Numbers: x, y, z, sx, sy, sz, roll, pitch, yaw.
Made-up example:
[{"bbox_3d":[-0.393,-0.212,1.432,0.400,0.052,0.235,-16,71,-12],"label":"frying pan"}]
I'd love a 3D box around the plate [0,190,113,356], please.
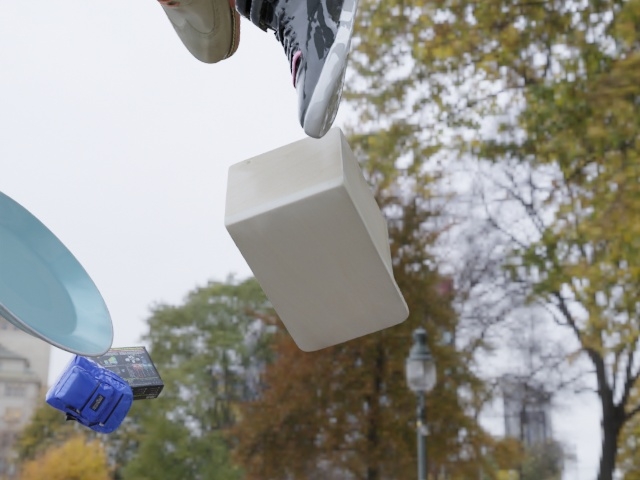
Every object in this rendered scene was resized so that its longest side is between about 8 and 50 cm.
[{"bbox_3d":[-0.241,0.026,0.815,0.024,0.188,0.188,-40,-28,9],"label":"plate"}]

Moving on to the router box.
[{"bbox_3d":[-0.338,0.225,1.707,0.122,0.092,0.038,2,-48,-41],"label":"router box"}]

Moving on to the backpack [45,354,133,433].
[{"bbox_3d":[-0.354,0.245,1.567,0.120,0.098,0.101,36,-4,-14],"label":"backpack"}]

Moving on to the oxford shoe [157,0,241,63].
[{"bbox_3d":[-0.231,-0.384,1.423,0.140,0.147,0.397,10,-34,30],"label":"oxford shoe"}]

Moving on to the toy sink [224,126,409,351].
[{"bbox_3d":[0.000,0.000,1.258,0.152,0.131,0.234,-19,-53,14],"label":"toy sink"}]

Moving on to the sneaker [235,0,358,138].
[{"bbox_3d":[-0.036,-0.238,1.161,0.146,0.296,0.105,11,-36,-2],"label":"sneaker"}]
